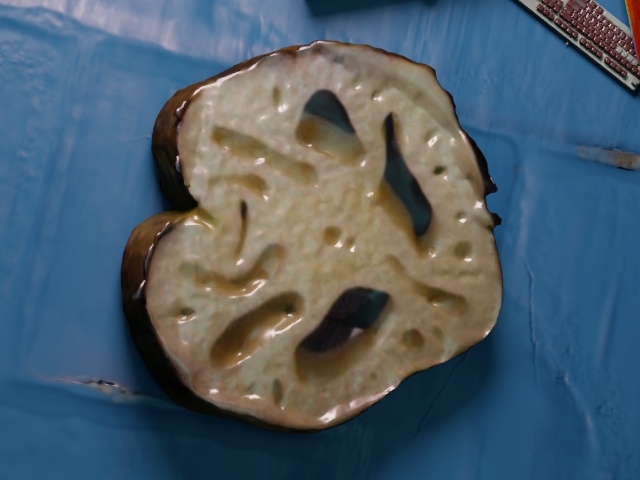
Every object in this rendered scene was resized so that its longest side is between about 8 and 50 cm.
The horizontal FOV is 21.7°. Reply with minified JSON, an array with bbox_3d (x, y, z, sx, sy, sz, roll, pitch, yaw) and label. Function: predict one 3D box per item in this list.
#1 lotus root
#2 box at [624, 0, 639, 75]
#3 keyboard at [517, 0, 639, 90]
[{"bbox_3d":[0.000,0.000,1.584,0.375,0.111,0.390,26,79,-11],"label":"lotus root"},{"bbox_3d":[0.370,-0.222,1.688,0.112,0.048,0.175,-10,88,-25],"label":"box"},{"bbox_3d":[0.266,-0.220,1.692,0.166,0.017,0.055,37,81,-8],"label":"keyboard"}]
